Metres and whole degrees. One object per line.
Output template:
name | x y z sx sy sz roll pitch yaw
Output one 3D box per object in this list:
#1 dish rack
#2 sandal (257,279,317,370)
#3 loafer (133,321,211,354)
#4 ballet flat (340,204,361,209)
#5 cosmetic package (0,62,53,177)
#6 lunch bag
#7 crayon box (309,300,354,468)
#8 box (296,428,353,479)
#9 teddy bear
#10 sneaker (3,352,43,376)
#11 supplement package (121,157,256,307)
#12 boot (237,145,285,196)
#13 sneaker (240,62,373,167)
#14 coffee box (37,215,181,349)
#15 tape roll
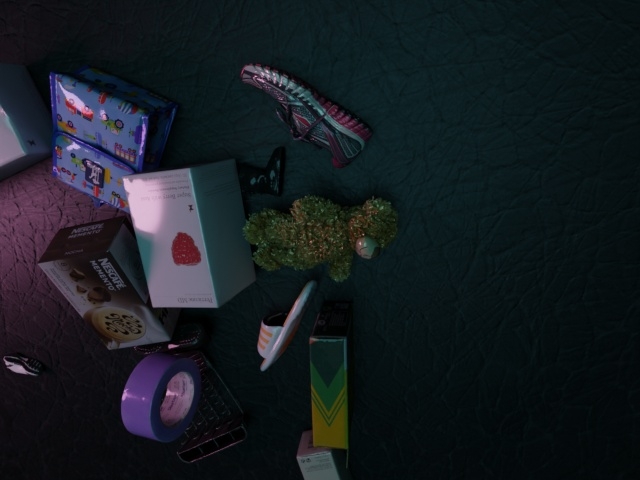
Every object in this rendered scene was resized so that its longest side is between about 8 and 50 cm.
dish rack | -0.327 0.421 1.245 0.208 0.074 0.271 -28 99 12
sandal | -0.092 0.188 1.143 0.076 0.102 0.265 31 109 11
loafer | -0.369 0.256 1.202 0.220 0.080 0.078 -8 148 23
ballet flat | 0.050 -0.052 1.083 0.173 0.049 0.057 4 104 6
cosmetic package | -0.817 -0.228 1.096 0.385 0.156 0.217 -20 102 11
lunch bag | -0.481 -0.207 1.087 0.221 0.138 0.293 24 119 0
crayon box | 0.032 0.323 1.105 0.081 0.202 0.318 0 104 8
box | 0.029 0.628 1.235 0.094 0.113 0.274 -15 101 11
teddy bear | 0.000 0.000 1.037 0.338 0.113 0.245 6 129 -2
sneaker | -0.805 0.344 1.308 0.109 0.040 0.043 24 123 4
supplement package | -0.277 -0.018 1.053 0.178 0.175 0.292 -3 105 22
boot | -0.133 -0.156 1.085 0.099 0.045 0.121 10 104 11
sneaker | -0.039 -0.267 1.002 0.299 0.121 0.112 34 108 -3
coffee box | -0.465 0.104 1.097 0.168 0.118 0.297 -9 129 8
tape roll | -0.361 0.359 1.110 0.080 0.189 0.188 4 106 21
